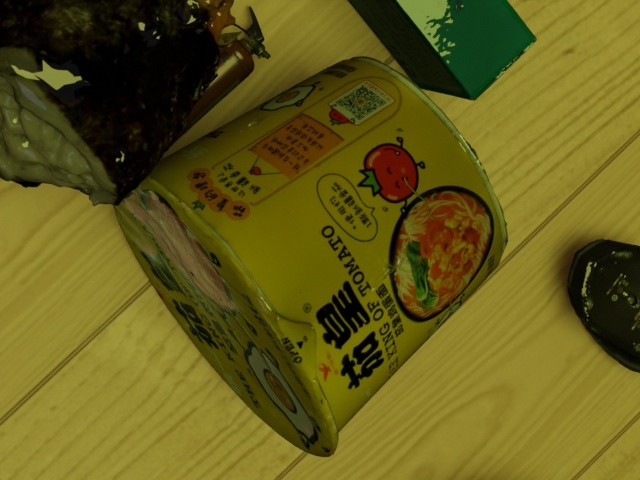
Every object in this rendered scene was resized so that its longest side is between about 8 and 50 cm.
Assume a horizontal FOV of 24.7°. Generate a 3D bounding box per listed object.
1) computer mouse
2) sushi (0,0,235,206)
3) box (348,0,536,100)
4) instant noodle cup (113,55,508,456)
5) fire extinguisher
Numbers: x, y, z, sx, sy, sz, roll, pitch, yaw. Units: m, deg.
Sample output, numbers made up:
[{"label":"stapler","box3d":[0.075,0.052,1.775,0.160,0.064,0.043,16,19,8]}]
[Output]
[{"label":"computer mouse","box3d":[0.330,0.069,1.581,0.192,0.062,0.106,41,85,-25]},{"label":"sushi","box3d":[-0.237,-0.165,1.248,0.207,0.348,0.234,-52,146,-19]},{"label":"box","box3d":[0.079,-0.257,1.399,0.092,0.153,0.245,-44,110,-6]},{"label":"instant noodle cup","box3d":[0.000,0.000,1.352,0.254,0.325,0.325,-37,108,-17]},{"label":"fire extinguisher","box3d":[-0.117,-0.153,1.415,0.177,0.050,0.062,-43,70,-7]}]
